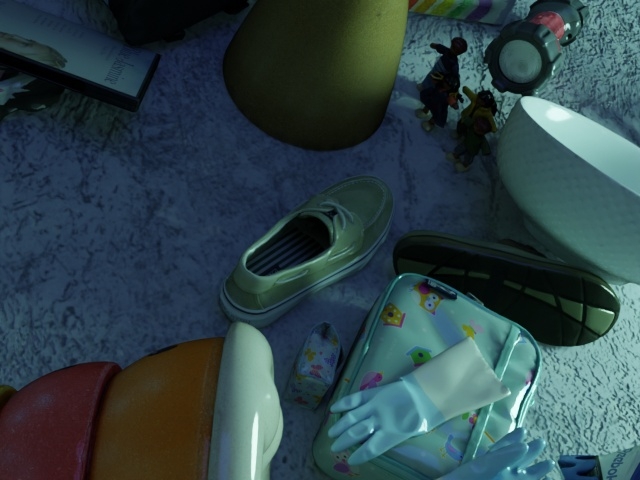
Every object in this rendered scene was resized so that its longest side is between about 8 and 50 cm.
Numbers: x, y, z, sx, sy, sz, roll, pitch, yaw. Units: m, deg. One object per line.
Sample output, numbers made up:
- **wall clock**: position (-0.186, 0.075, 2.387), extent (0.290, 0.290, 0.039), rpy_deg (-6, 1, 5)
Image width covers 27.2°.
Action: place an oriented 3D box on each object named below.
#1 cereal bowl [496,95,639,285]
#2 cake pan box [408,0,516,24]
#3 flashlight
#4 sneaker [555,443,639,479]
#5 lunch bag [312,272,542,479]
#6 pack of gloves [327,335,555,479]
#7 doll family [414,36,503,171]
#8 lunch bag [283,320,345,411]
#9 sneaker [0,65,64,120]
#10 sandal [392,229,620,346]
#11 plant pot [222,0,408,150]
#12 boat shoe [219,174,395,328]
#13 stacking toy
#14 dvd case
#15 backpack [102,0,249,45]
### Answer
- **cereal bowl**: position (0.368, -0.042, 1.722), extent (0.339, 0.141, 0.339), rpy_deg (27, 18, -10)
- **cake pan box**: position (0.203, -0.438, 1.907), extent (0.246, 0.267, 0.070), rpy_deg (4, 52, -22)
- **flashlight**: position (0.320, -0.290, 1.893), extent (0.103, 0.103, 0.304), rpy_deg (39, 32, 5)
- **sneaker**: position (0.374, 0.309, 1.405), extent (0.182, 0.127, 0.315), rpy_deg (-25, 31, 8)
- **lunch bag**: position (0.134, 0.180, 1.527), extent (0.224, 0.108, 0.279), rpy_deg (27, 51, 0)
- **pack of gloves**: position (0.134, 0.214, 1.407), extent (0.232, 0.046, 0.195), rpy_deg (-22, 68, -30)
- **doll family**: position (0.190, -0.194, 1.822), extent (0.076, 0.111, 0.193), rpy_deg (-24, 67, -33)
- **lunch bag**: position (-0.004, 0.142, 1.525), extent (0.053, 0.071, 0.083), rpy_deg (19, 50, -6)
- **sneaker**: position (-0.406, -0.187, 1.620), extent (0.178, 0.072, 0.077), rpy_deg (-17, 52, -40)
- **sandal**: position (0.240, 0.041, 1.673), extent (0.303, 0.120, 0.086), rpy_deg (21, 37, -6)
- **plant pot**: position (0.019, -0.288, 1.733), extent (0.237, 0.254, 0.237), rpy_deg (11, 51, -14)
- **boat shoe**: position (0.000, 0.000, 1.616), extent (0.109, 0.094, 0.302), rpy_deg (41, 51, 10)
- **stacking toy**: position (-0.280, 0.239, 1.236), extent (0.480, 0.350, 0.350), rpy_deg (4, 53, -1)
- **dvd case**: position (-0.333, -0.241, 1.661), extent (0.253, 0.022, 0.180), rpy_deg (20, 25, -8)
- **backpack**: position (-0.246, -0.477, 1.794), extent (0.290, 0.273, 0.355), rpy_deg (-28, 56, -28)
